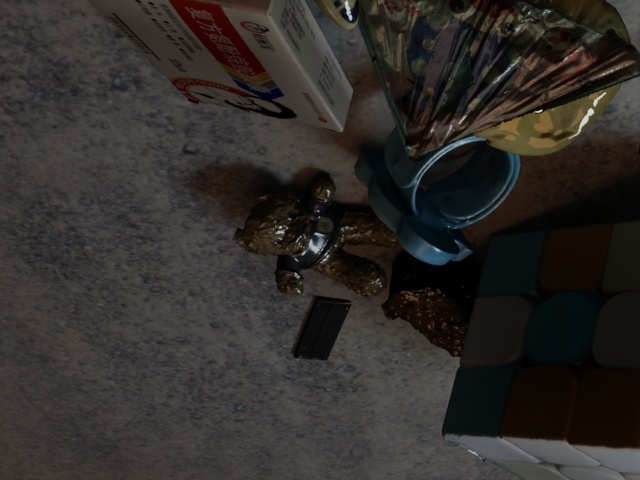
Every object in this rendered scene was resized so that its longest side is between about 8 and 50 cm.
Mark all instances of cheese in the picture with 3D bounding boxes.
[{"bbox_3d":[0.239,-0.215,1.230,0.214,0.117,0.226,36,121,-12],"label":"cheese"}]

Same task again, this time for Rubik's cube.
[{"bbox_3d":[0.441,0.196,1.545,0.347,0.344,0.347,-5,151,47],"label":"Rubik's cube"}]

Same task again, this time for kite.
[{"bbox_3d":[0.174,-0.245,1.164,0.406,0.014,0.368,25,115,5],"label":"kite"}]

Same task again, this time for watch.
[{"bbox_3d":[0.170,-0.088,1.402,0.211,0.211,0.193,26,116,-30],"label":"watch"}]

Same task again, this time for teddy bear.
[{"bbox_3d":[-0.006,-0.001,1.553,0.251,0.181,0.129,19,177,-24],"label":"teddy bear"}]

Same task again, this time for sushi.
[{"bbox_3d":[0.208,0.100,1.685,0.147,0.115,0.212,-22,137,29],"label":"sushi"}]

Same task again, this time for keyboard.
[{"bbox_3d":[0.001,0.160,1.859,0.067,0.011,0.202,7,143,-10],"label":"keyboard"}]

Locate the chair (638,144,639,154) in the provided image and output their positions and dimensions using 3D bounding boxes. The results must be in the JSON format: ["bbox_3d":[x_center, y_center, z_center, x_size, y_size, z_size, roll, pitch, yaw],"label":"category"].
[{"bbox_3d":[0.556,-0.198,1.262,0.160,0.319,0.186,30,180,-31],"label":"chair"}]

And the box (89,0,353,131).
[{"bbox_3d":[-0.102,-0.217,1.142,0.214,0.069,0.353,13,173,15],"label":"box"}]

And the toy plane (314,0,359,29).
[{"bbox_3d":[-0.023,-0.330,1.043,0.242,0.104,0.256,-33,124,-15],"label":"toy plane"}]
